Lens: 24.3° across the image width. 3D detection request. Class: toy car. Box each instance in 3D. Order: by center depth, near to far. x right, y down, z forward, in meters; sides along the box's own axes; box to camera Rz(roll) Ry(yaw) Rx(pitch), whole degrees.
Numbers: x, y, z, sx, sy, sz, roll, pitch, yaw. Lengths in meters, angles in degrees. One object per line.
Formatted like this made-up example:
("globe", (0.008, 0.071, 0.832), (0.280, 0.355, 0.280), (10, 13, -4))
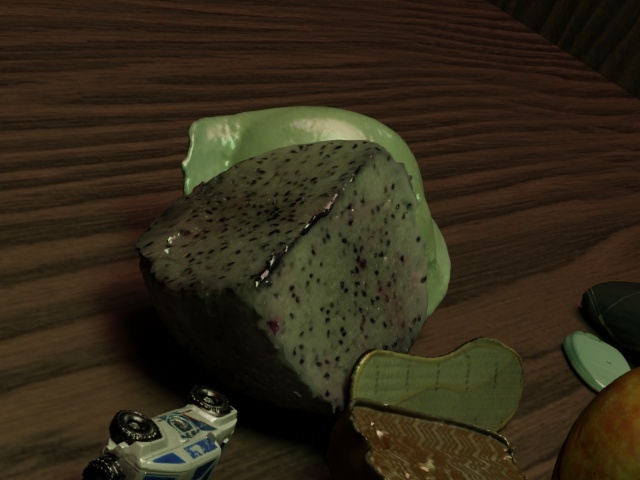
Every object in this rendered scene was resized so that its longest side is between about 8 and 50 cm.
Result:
("toy car", (-0.131, 0.182, 1.236), (0.070, 0.080, 0.170), (37, 24, 22))

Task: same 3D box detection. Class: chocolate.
("chocolate", (0.104, 0.234, 1.375), (0.214, 0.093, 0.148), (15, 24, -30))

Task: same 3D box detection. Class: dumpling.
("dumpling", (0.000, -0.018, 1.694), (0.320, 0.270, 0.212), (-1, 4, -7))

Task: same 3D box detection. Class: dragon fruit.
("dragon fruit", (-0.036, 0.049, 1.489), (0.204, 0.221, 0.283), (-3, 34, 40))

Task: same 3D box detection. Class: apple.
("apple", (0.351, 0.239, 1.434), (0.264, 0.264, 0.264), (23, 23, -10))

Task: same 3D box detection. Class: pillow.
("pillow", (0.495, 0.114, 1.978), (0.161, 0.093, 0.335), (2, 6, -33))

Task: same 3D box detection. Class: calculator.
("calculator", (0.361, 0.159, 1.920), (0.095, 0.021, 0.153), (21, 26, -16))

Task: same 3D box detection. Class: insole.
("insole", (0.129, 0.157, 1.533), (0.009, 0.119, 0.348), (3, -3, 36))
